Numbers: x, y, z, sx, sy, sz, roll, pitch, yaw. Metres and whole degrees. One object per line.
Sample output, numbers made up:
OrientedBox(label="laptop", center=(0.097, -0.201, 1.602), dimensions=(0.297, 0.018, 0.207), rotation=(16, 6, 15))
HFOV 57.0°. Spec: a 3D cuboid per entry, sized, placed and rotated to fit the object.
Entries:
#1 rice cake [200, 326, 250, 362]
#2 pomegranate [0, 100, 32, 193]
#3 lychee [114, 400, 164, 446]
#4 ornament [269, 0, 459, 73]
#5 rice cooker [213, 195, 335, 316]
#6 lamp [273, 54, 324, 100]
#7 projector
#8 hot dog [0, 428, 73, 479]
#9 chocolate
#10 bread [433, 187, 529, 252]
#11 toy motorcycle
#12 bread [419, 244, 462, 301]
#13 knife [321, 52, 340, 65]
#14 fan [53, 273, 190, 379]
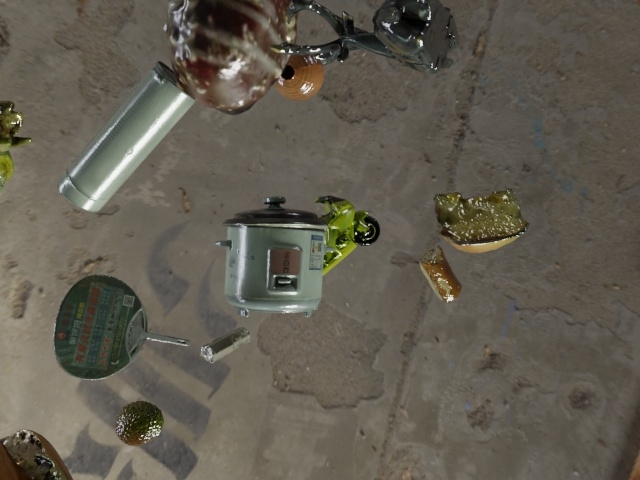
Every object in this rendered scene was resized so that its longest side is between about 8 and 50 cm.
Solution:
OrientedBox(label="rice cake", center=(-0.288, 0.319, 1.815), dimensions=(0.057, 0.256, 0.052), rotation=(41, 106, 11))
OrientedBox(label="pomegranate", center=(-0.600, -0.138, 0.948), dimensions=(0.302, 0.236, 0.236), rotation=(-28, 98, 28))
OrientedBox(label="lychee", center=(-0.461, 0.466, 1.499), dimensions=(0.147, 0.114, 0.114), rotation=(-21, 98, 31))
OrientedBox(label="ornament", center=(0.039, -0.260, 0.734), dimensions=(0.236, 0.202, 0.080), rotation=(16, 100, 21))
OrientedBox(label="rice cooker", center=(-0.113, 0.037, 1.474), dimensions=(0.317, 0.264, 0.316), rotation=(0, 90, -12))
OrientedBox(label="lamp", center=(-0.058, -0.423, 1.502), dimensions=(0.136, 0.136, 0.136), rotation=(0, 96, -5))
OrientedBox(label="projector", center=(-0.401, -0.209, 1.220), dimensions=(0.108, 0.108, 0.337), rotation=(44, 103, -7))
OrientedBox(label="hot dog", center=(-0.238, 0.268, 0.483), dimensions=(0.135, 0.337, 0.100), rotation=(8, 107, -44))
OrientedBox(label="chocolate", center=(-0.172, -0.417, 1.084), dimensions=(0.225, 0.210, 0.340), rotation=(18, 93, 11))
OrientedBox(label="bread", center=(0.425, -0.045, 1.637), dimensions=(0.252, 0.133, 0.174), rotation=(-7, 65, -10))
OrientedBox(label="toy motorcycle", center=(0.001, 0.000, 1.695), dimensions=(0.342, 0.142, 0.206), rotation=(-38, 93, -9))
OrientedBox(label="bread", center=(0.177, 0.050, 0.875), dimensions=(0.083, 0.036, 0.047), rotation=(58, 46, -22))
OrientedBox(label="knife", center=(-0.020, -0.538, 1.822), dimensions=(0.210, 0.015, 0.028), rotation=(-30, 116, -8))
OrientedBox(label="fan", center=(-0.447, 0.176, 1.311), dimensions=(0.294, 0.012, 0.223), rotation=(-17, 93, -40))
